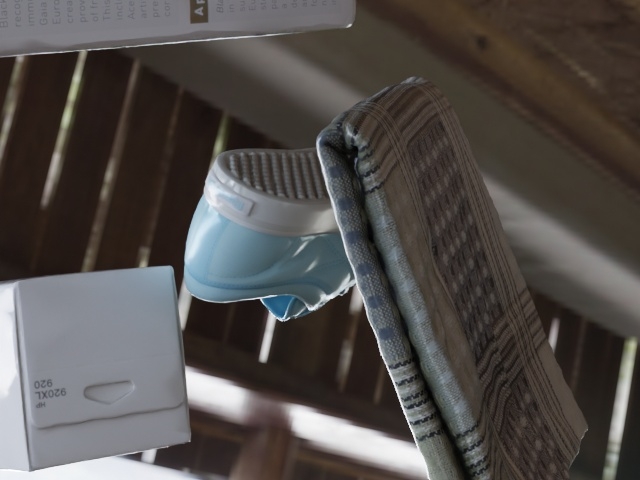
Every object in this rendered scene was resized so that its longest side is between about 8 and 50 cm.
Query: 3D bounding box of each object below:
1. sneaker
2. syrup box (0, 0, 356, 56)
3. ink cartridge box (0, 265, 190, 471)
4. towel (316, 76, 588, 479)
[{"bbox_3d":[0.000,0.000,1.455,0.366,0.150,0.135,4,-149,-48],"label":"sneaker"},{"bbox_3d":[-0.103,-0.123,0.571,0.237,0.096,0.093,-10,-164,-39],"label":"syrup box"},{"bbox_3d":[-0.257,0.118,1.414,0.171,0.168,0.232,-6,180,-39],"label":"ink cartridge box"},{"bbox_3d":[0.096,0.063,0.885,0.056,0.324,0.312,-19,-174,13],"label":"towel"}]
